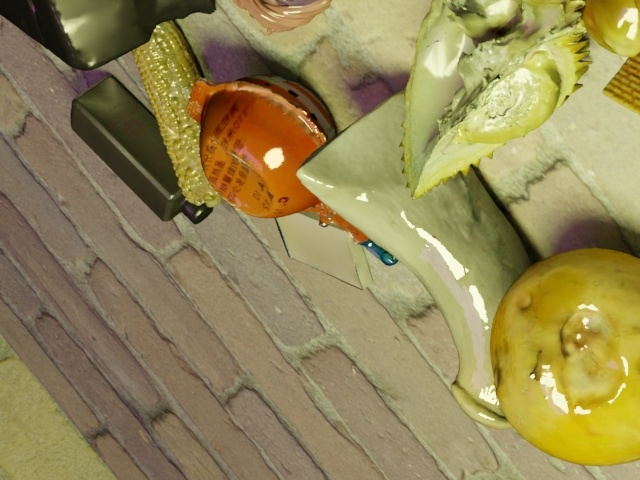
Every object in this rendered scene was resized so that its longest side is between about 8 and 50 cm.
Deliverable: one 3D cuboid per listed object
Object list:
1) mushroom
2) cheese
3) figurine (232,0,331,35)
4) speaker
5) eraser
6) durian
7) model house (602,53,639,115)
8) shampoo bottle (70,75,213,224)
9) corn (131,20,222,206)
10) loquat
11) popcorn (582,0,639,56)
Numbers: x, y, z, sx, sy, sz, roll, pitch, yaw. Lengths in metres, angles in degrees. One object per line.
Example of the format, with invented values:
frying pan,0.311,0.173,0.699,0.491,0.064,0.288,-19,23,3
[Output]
mushroom,0.146,0.029,1.933,0.397,0.177,0.126,53,164,-9
cheese,-0.026,-0.086,2.107,0.329,0.129,0.217,34,148,7
figurine,-0.044,-0.274,1.908,0.157,0.126,0.114,113,158,-59
speaker,-0.318,-0.363,2.219,0.388,0.184,0.180,36,150,49
eraser,0.000,0.000,2.285,0.150,0.023,0.104,23,143,43
durian,0.165,-0.178,1.644,0.172,0.166,0.306,49,144,-2
model house,0.311,-0.123,1.556,0.087,0.100,0.101,33,149,31
shampoo bottle,-0.248,-0.120,2.455,0.246,0.080,0.079,44,154,12
corn,-0.180,-0.170,2.283,0.086,0.086,0.288,19,137,47
loquat,0.287,0.120,1.786,0.244,0.244,0.244,37,151,25
popcorn,0.288,-0.237,1.307,0.206,0.237,0.251,38,113,3
